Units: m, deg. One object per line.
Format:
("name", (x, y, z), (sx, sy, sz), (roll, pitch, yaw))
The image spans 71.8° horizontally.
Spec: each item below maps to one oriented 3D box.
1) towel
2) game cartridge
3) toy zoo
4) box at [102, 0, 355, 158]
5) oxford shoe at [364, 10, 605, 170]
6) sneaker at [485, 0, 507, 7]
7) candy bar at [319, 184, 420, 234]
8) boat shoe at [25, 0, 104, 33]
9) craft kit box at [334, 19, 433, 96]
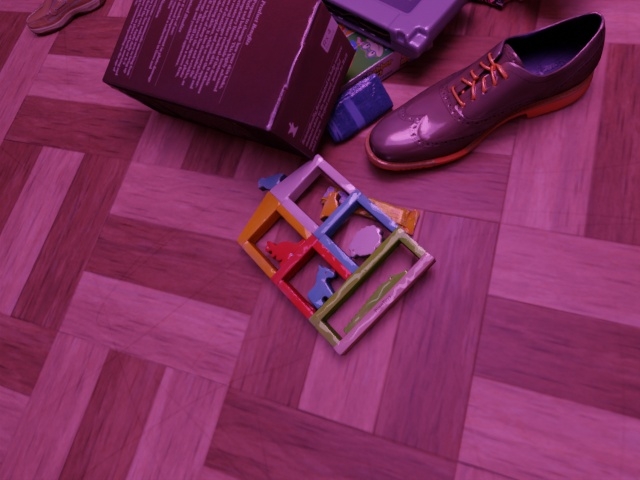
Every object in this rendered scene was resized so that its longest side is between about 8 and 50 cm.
("towel", (0.059, -0.219, 0.737), (0.120, 0.029, 0.067), (-34, 103, 0))
("game cartridge", (0.107, -0.443, 0.747), (0.294, 0.060, 0.196), (39, 87, 22))
("toy zoo", (0.000, 0.000, 0.675), (0.192, 0.030, 0.293), (-47, 67, 3))
("box", (-0.158, -0.284, 0.721), (0.382, 0.143, 0.191), (23, 92, 29))
("oxford shoe", (0.229, -0.223, 0.653), (0.364, 0.132, 0.129), (-26, 68, 4))
("sneaker", (0.297, -0.427, 0.759), (0.120, 0.047, 0.057), (-4, 82, 14))
("candy bar", (0.074, -0.052, 0.694), (0.162, 0.018, 0.040), (20, 79, 20))
("boat shoe", (-0.587, -0.535, 0.991), (0.190, 0.072, 0.068), (-26, 68, 4))
("craft kit box", (0.027, -0.371, 0.798), (0.247, 0.061, 0.249), (-35, 67, 3))
